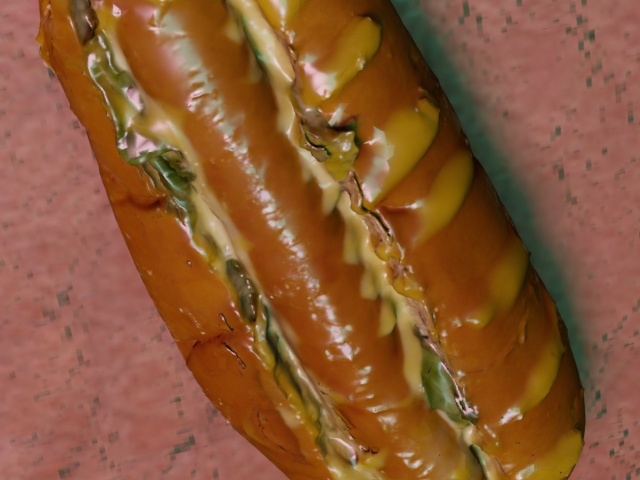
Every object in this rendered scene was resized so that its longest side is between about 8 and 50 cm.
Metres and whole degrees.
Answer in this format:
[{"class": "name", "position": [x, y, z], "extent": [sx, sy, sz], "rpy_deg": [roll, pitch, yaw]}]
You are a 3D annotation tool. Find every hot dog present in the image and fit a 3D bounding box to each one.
[{"class": "hot dog", "position": [0.000, 0.000, 0.551], "extent": [0.115, 0.072, 0.269], "rpy_deg": [-27, 121, 12]}]
